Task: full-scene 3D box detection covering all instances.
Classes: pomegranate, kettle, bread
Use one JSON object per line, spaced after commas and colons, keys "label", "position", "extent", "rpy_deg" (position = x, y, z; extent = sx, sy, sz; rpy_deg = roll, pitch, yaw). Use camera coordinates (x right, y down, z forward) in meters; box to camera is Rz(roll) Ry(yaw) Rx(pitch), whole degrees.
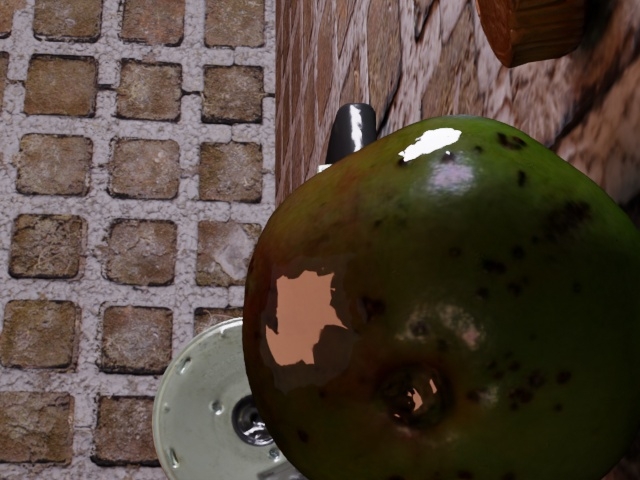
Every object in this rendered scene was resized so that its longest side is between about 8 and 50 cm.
{"label": "pomegranate", "position": [0.060, 0.030, 0.434], "extent": [0.224, 0.181, 0.181], "rpy_deg": [-54, -32, -75]}
{"label": "kettle", "position": [-0.059, 0.323, 1.242], "extent": [0.361, 0.250, 0.377], "rpy_deg": [59, 164, 18]}
{"label": "bread", "position": [0.112, -0.132, 0.476], "extent": [0.085, 0.053, 0.085], "rpy_deg": [170, 90, -88]}

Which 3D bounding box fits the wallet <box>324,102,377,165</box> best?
{"label": "wallet", "position": [0.044, 0.068, 0.971], "extent": [0.228, 0.062, 0.406], "rpy_deg": [100, 168, -48]}

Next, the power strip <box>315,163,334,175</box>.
{"label": "power strip", "position": [0.000, 0.000, 0.956], "extent": [0.227, 0.029, 0.080], "rpy_deg": [105, 165, -59]}
